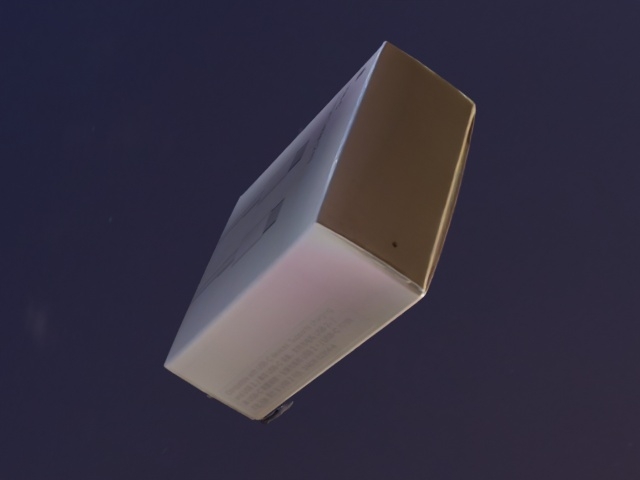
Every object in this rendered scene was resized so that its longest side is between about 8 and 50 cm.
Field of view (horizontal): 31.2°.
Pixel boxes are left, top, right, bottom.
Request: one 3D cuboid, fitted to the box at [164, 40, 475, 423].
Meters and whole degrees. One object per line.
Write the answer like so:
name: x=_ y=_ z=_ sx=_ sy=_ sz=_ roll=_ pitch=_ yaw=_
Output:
box: x=0.000 y=0.000 z=0.903 sx=0.106 sy=0.251 sz=0.203 roll=34 pitch=-132 yaw=-14
